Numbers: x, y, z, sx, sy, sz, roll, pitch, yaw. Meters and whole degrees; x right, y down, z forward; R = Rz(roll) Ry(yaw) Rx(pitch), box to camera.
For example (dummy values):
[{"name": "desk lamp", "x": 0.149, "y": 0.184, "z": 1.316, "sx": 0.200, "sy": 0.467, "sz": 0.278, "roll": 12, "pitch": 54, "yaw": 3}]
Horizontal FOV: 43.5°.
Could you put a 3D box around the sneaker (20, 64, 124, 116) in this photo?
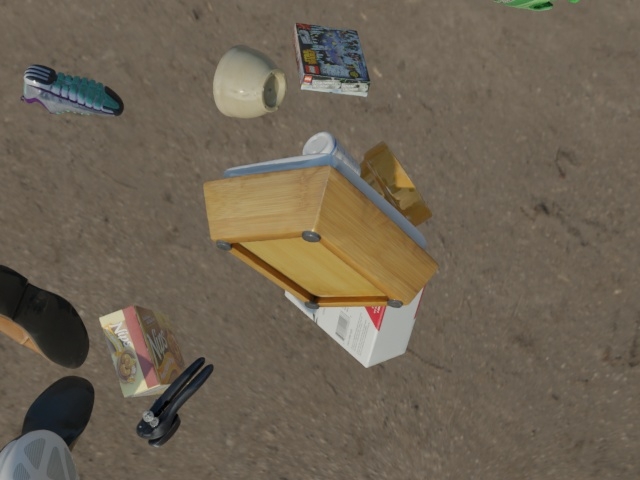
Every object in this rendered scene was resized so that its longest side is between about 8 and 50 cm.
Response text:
[{"name": "sneaker", "x": -0.562, "y": -0.319, "z": 1.822, "sx": 0.224, "sy": 0.098, "sz": 0.083, "roll": 20, "pitch": 44, "yaw": -16}]

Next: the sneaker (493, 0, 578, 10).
[{"name": "sneaker", "x": 0.231, "y": -0.291, "z": 0.844, "sx": 0.124, "sy": 0.109, "sz": 0.295, "roll": 23, "pitch": 33, "yaw": 10}]

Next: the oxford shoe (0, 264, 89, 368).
[{"name": "oxford shoe", "x": -0.377, "y": 0.096, "z": 1.026, "sx": 0.076, "sy": 0.212, "sz": 0.076, "roll": -2, "pitch": 52, "yaw": 30}]

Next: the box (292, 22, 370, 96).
[{"name": "box", "x": 0.013, "y": -0.254, "z": 1.124, "sx": 0.094, "sy": 0.027, "sz": 0.137, "roll": 3, "pitch": 44, "yaw": -12}]

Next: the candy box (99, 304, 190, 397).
[{"name": "candy box", "x": -0.394, "y": 0.256, "z": 1.838, "sx": 0.088, "sy": 0.316, "sz": 0.182, "roll": -21, "pitch": 80, "yaw": 0}]

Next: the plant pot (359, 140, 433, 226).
[{"name": "plant pot", "x": 0.119, "y": -0.089, "z": 1.807, "sx": 0.188, "sy": 0.205, "sz": 0.205, "roll": -33, "pitch": 69, "yaw": 6}]

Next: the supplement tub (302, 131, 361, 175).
[{"name": "supplement tub", "x": 0.022, "y": -0.152, "z": 1.542, "sx": 0.071, "sy": 0.107, "sz": 0.071, "roll": -22, "pitch": 47, "yaw": 25}]

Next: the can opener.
[{"name": "can opener", "x": -0.270, "y": 0.293, "z": 1.487, "sx": 0.059, "sy": 0.073, "sz": 0.186, "roll": 30, "pitch": 75, "yaw": 20}]

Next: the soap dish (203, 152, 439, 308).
[{"name": "soap dish", "x": 0.000, "y": 0.000, "z": 1.146, "sx": 0.229, "sy": 0.291, "sz": 0.118, "roll": -4, "pitch": 60, "yaw": 38}]

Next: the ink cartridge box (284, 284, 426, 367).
[{"name": "ink cartridge box", "x": 0.063, "y": 0.089, "z": 1.608, "sx": 0.114, "sy": 0.196, "sz": 0.273, "roll": -13, "pitch": 38, "yaw": -40}]

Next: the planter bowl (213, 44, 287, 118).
[{"name": "planter bowl", "x": -0.141, "y": -0.339, "z": 1.762, "sx": 0.109, "sy": 0.162, "sz": 0.162, "roll": 20, "pitch": 74, "yaw": 28}]

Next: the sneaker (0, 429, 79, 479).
[{"name": "sneaker", "x": -0.317, "y": 0.405, "z": 1.071, "sx": 0.257, "sy": 0.169, "sz": 0.447, "roll": -40, "pitch": 42, "yaw": 19}]

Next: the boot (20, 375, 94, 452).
[{"name": "boot", "x": -0.520, "y": 0.398, "z": 1.530, "sx": 0.112, "sy": 0.115, "sz": 0.305, "roll": 18, "pitch": 46, "yaw": -5}]
